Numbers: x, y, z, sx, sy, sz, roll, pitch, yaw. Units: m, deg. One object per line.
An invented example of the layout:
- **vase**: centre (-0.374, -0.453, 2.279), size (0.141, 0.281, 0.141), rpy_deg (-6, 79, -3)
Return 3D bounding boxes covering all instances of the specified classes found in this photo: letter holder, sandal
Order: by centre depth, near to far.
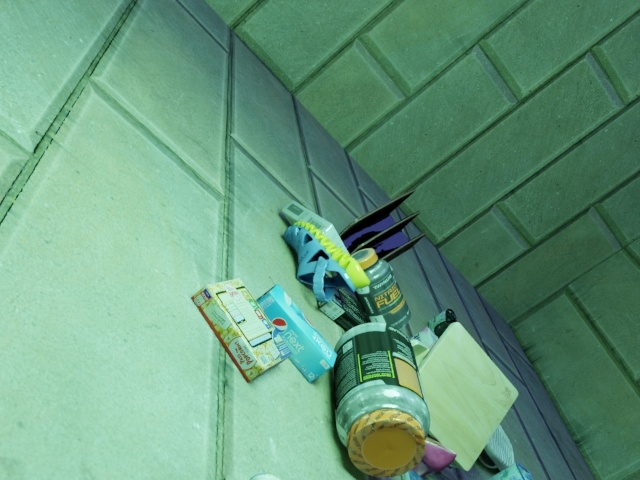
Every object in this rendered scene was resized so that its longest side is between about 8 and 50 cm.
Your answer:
- **sandal**: centre (-0.015, 0.058, 1.720), size (0.317, 0.138, 0.126), rpy_deg (39, -14, 47)
- **sandal**: centre (0.510, 0.625, 2.000), size (0.416, 0.102, 0.169), rpy_deg (56, 26, -35)
- **letter holder**: centre (0.207, -0.021, 2.086), size (0.302, 0.214, 0.152), rpy_deg (-28, 78, -35)

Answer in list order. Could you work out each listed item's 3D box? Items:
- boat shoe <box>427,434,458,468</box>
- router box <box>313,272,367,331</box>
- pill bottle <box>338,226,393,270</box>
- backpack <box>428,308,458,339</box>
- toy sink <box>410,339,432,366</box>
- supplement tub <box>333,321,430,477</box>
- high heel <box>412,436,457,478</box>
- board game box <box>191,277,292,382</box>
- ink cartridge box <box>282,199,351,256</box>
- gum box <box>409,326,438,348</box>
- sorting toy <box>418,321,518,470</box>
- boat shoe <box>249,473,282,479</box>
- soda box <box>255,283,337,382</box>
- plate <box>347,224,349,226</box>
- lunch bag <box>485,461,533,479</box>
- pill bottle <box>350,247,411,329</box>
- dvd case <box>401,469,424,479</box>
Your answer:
- **boat shoe**: centre (0.265, 0.499, 1.640), size (0.228, 0.069, 0.081), rpy_deg (44, 57, -11)
- **router box**: centre (0.057, 0.181, 1.788), size (0.179, 0.046, 0.133), rpy_deg (42, 18, -31)
- **pill bottle**: centre (0.156, 0.044, 2.232), size (0.208, 0.118, 0.118), rpy_deg (54, 16, 9)
- **backpack**: centre (0.485, 0.342, 2.495), size (0.151, 0.115, 0.182), rpy_deg (60, 13, -12)
- **toy sink**: centre (0.278, 0.388, 1.758), size (0.234, 0.153, 0.131), rpy_deg (35, 23, -48)
- **supplement tub**: centre (0.125, 0.333, 1.379), size (0.193, 0.194, 0.316), rpy_deg (46, 17, -19)
- **high heel**: centre (0.209, 0.436, 1.520), size (0.244, 0.117, 0.082), rpy_deg (57, 18, 18)
- **board game box**: centre (-0.149, 0.167, 1.254), size (0.193, 0.045, 0.147), rpy_deg (54, 16, 10)
- **ink cartridge box**: centre (0.000, 0.000, 1.926), size (0.189, 0.066, 0.232), rpy_deg (32, -22, 41)
- **gum box**: centre (0.324, 0.363, 2.016), size (0.062, 0.107, 0.188), rpy_deg (46, 17, -21)
- **sorting toy**: centre (0.327, 0.385, 1.609), size (0.257, 0.255, 0.089), rpy_deg (49, -27, -9)
- **boat shoe**: centre (-0.038, 0.426, 0.979), size (0.183, 0.066, 0.066), rpy_deg (34, 26, -21)
- **soda box**: centre (-0.058, 0.199, 1.396), size (0.210, 0.067, 0.071), rpy_deg (51, 16, -4)
- **plate**: centre (0.156, 0.023, 2.449), size (0.188, 0.024, 0.188), rpy_deg (47, 16, -18)
- **lunch bag**: centre (0.536, 0.717, 1.790), size (0.096, 0.129, 0.151), rpy_deg (40, 22, -32)
- **pill bottle**: centre (0.165, 0.146, 1.906), size (0.130, 0.131, 0.245), rpy_deg (-84, 150, -68)
- **dvd case**: centre (0.251, 0.630, 1.391), size (0.180, 0.022, 0.253), rpy_deg (46, 17, -23)
